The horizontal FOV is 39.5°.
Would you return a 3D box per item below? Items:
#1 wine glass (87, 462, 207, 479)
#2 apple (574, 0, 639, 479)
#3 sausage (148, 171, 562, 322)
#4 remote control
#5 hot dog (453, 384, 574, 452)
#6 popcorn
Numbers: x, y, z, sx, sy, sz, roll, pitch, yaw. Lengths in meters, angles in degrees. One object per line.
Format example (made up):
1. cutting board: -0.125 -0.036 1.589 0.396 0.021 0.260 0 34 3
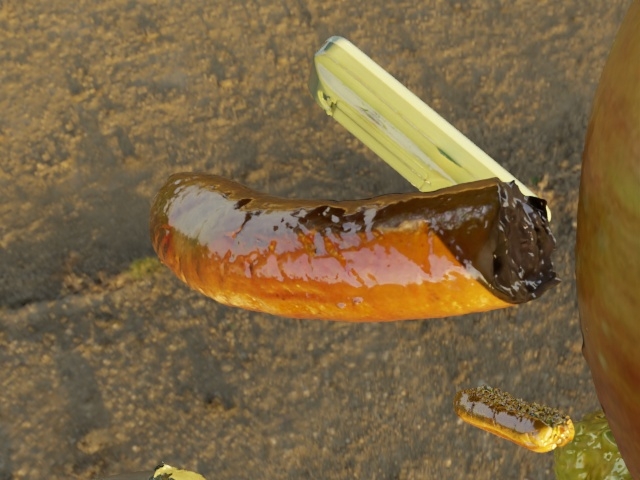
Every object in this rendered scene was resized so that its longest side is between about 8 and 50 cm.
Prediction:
1. wine glass: -0.175 0.245 0.704 0.204 0.111 0.111 -24 48 27
2. apple: 0.296 0.000 0.316 0.334 0.400 0.400 -18 48 -41
3. sausage: -0.003 0.003 0.562 0.302 0.076 0.103 3 39 35
4. remote control: 0.120 -0.107 1.071 0.335 0.128 0.065 40 75 4
5. hot dog: 0.235 0.216 1.089 0.071 0.045 0.165 2 7 -36
6. popcorn: 0.408 0.317 1.092 0.252 0.236 0.205 2 49 25
